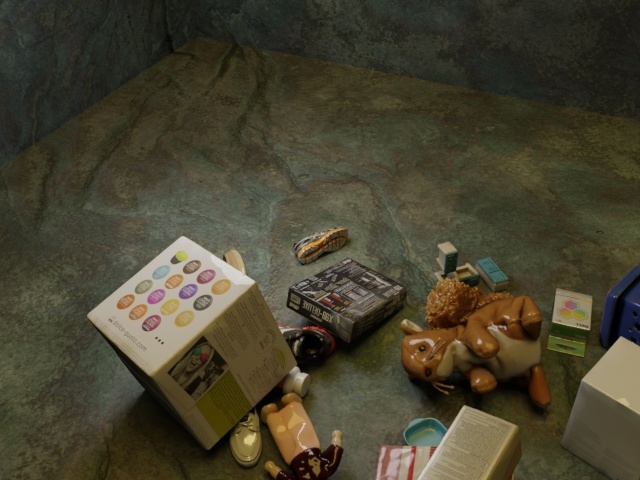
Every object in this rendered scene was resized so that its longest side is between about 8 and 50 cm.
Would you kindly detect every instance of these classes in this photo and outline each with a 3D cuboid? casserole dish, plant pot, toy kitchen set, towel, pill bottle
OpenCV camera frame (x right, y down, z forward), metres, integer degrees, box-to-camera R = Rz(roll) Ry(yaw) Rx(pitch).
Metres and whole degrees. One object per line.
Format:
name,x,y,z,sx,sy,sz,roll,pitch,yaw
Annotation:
casserole dish,0.291,0.532,1.790,0.114,0.037,0.188,-21,42,-22
plant pot,0.941,0.214,2.011,0.236,0.236,0.212,-33,42,-32
toy kitchen set,0.483,0.082,2.235,0.207,0.166,0.122,-14,40,-15
towel,0.285,0.591,1.654,0.328,0.037,0.237,-3,41,19
pill bottle,-0.110,0.379,1.955,0.151,0.086,0.086,14,42,20

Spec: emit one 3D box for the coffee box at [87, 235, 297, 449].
coffee box,-0.322,0.256,1.828,0.334,0.338,0.337,-42,44,-21

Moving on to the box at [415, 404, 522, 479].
box,0.316,0.539,1.575,0.147,0.121,0.311,17,49,37

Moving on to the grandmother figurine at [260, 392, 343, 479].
grandmother figurine,-0.032,0.541,1.752,0.207,0.104,0.342,-33,46,3

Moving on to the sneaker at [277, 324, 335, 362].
sneaker,-0.095,0.295,2.015,0.275,0.098,0.135,0,1,2

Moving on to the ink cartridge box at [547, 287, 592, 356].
ink cartridge box,0.746,0.242,2.109,0.108,0.062,0.209,12,42,16

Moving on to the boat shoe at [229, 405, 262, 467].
boat shoe,-0.202,0.478,1.844,0.083,0.076,0.226,-8,39,-7

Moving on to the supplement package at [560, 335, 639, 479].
supplement package,0.748,0.423,1.726,0.199,0.263,0.198,32,50,34

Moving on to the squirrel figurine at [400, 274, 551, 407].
squirrel figurine,0.405,0.278,1.973,0.370,0.281,0.397,-11,25,5

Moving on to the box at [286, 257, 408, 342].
box,0.086,0.172,2.149,0.242,0.077,0.307,26,31,29

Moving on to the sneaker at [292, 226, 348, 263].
sneaker,0.000,0.000,2.425,0.214,0.084,0.083,-23,39,-23

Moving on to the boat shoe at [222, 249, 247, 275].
boat shoe,-0.278,0.156,2.209,0.110,0.122,0.341,-10,41,-11
